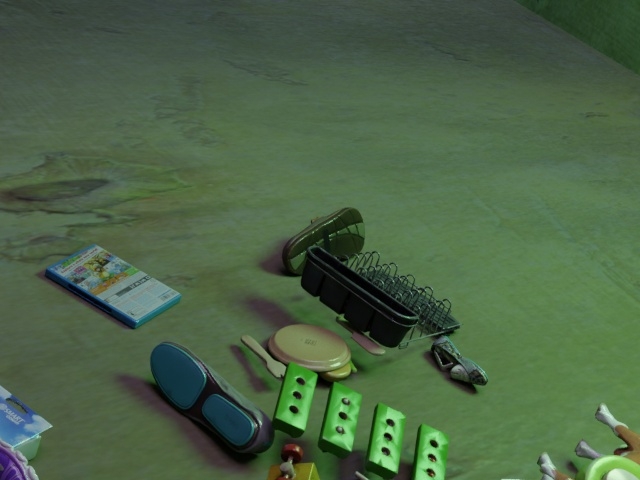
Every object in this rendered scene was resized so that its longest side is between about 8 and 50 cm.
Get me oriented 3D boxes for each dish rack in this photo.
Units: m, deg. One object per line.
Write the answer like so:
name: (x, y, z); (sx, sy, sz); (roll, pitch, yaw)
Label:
dish rack: (0.107, 0.084, 2.079); (0.208, 0.074, 0.271); (36, 21, 26)

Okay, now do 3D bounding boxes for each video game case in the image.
video game case: (-0.304, 0.066, 1.950); (0.166, 0.015, 0.119); (29, 30, 18)

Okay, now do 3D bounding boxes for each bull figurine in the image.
bull figurine: (0.428, 0.331, 1.838); (0.188, 0.101, 0.310); (31, 29, 27)

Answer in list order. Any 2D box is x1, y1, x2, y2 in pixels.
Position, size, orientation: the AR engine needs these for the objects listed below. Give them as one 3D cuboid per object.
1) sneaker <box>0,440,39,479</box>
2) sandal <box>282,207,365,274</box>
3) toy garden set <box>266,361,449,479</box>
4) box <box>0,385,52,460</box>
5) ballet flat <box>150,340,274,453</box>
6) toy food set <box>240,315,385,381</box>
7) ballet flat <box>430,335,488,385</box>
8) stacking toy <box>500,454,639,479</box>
sneaker: (-0.337, 0.290, 1.442); (0.071, 0.068, 0.170); (-21, 62, -36)
sandal: (0.000, 0.000, 2.213); (0.060, 0.090, 0.219); (12, 26, 37)
toy garden set: (0.041, 0.289, 1.713); (0.244, 0.049, 0.204); (26, 38, -9)
box: (-0.413, 0.235, 1.541); (0.109, 0.042, 0.178); (32, 30, 22)
ballet flat: (-0.143, 0.211, 1.749); (0.213, 0.072, 0.068); (38, 5, 30)
toy food set: (-0.015, 0.167, 1.934); (0.192, 0.039, 0.132); (-8, 31, -33)
ballet flat: (0.208, 0.191, 2.029); (0.041, 0.041, 0.114); (-5, 36, -39)
stacking toy: (0.377, 0.374, 1.595); (0.309, 0.130, 0.280); (-2, 58, -32)
